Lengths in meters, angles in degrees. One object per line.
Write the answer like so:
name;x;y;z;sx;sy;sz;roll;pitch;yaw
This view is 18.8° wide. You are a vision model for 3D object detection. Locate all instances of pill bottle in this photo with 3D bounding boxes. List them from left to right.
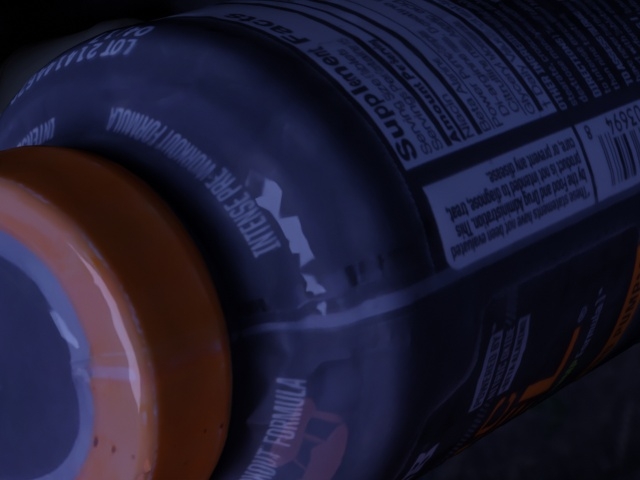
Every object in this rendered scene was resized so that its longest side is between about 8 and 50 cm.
pill bottle;0.000;0.000;0.492;0.130;0.246;0.130;11;110;34

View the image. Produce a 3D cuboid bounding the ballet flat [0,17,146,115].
ballet flat;-0.034;0.038;0.641;0.086;0.086;0.248;-30;85;38
